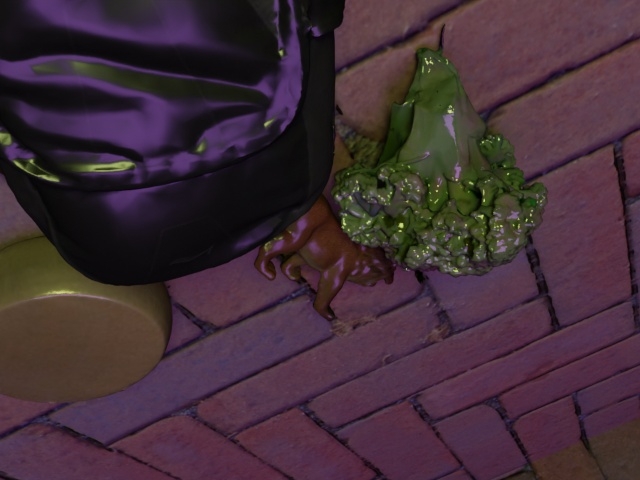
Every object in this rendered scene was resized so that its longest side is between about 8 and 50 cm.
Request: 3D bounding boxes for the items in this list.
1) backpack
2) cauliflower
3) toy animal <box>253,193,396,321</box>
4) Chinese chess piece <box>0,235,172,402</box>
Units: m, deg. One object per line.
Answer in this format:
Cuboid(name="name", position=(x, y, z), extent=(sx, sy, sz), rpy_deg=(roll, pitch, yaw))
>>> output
Cuboid(name="backpack", position=(-0.138, -0.155, 0.552), extent=(0.363, 0.255, 0.446), rpy_deg=(-12, 126, -10))
Cuboid(name="cauliflower", position=(0.141, -0.087, 0.799), extent=(0.256, 0.239, 0.315), rpy_deg=(2, 124, 15))
Cuboid(name="toy animal", position=(0.000, 0.000, 0.911), extent=(0.157, 0.097, 0.312), rpy_deg=(-42, 134, 7))
Cuboid(name="Chinese chess piece", position=(-0.329, 0.108, 0.883), extent=(0.273, 0.102, 0.273), rpy_deg=(-10, 140, -8))
